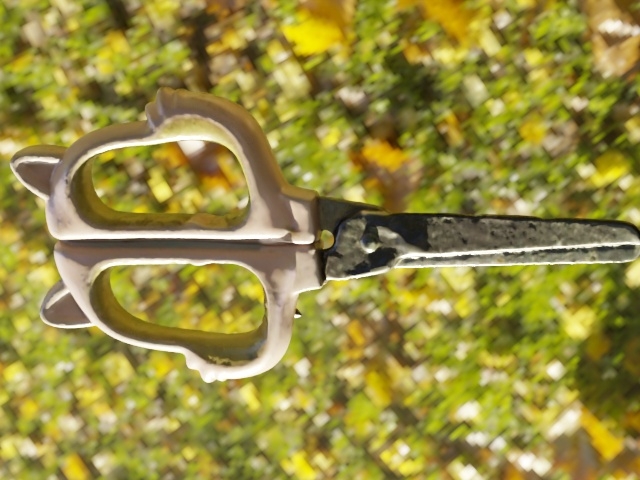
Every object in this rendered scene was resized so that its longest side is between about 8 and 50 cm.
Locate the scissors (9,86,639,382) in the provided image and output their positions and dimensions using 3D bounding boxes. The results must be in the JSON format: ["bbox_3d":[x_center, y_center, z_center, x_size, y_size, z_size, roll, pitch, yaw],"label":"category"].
[{"bbox_3d":[0.000,0.000,0.923,0.317,0.024,0.160,1,114,19],"label":"scissors"}]
